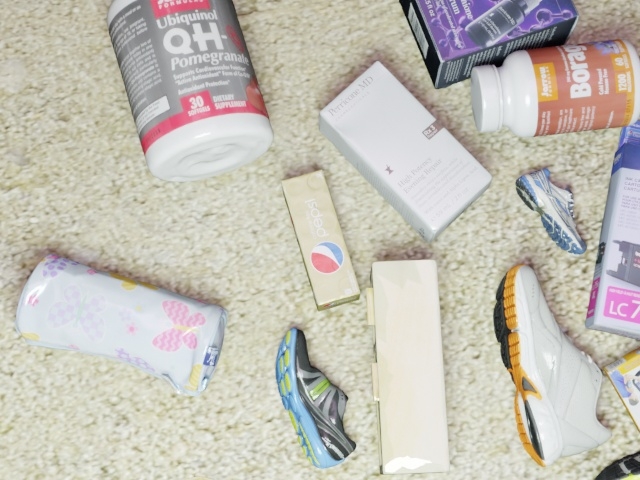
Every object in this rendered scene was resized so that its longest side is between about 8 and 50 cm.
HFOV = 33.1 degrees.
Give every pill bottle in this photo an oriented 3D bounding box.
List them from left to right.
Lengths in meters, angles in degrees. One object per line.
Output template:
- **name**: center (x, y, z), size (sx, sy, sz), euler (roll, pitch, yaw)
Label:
- **pill bottle**: center (-0.189, -0.255, 1.466), size (0.176, 0.176, 0.318), euler (-17, 78, -3)
- **pill bottle**: center (0.320, -0.205, 1.477), size (0.216, 0.121, 0.121), euler (-7, 77, -1)

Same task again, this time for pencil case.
- **pencil case**: center (-0.258, 0.111, 1.418), size (0.273, 0.113, 0.124), euler (18, 98, 4)

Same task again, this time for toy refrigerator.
- **toy refrigerator**: center (0.110, 0.167, 1.407), size (0.094, 0.102, 0.269), euler (-2, 78, 0)

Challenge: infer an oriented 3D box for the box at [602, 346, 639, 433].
- **box**: center (0.439, 0.206, 1.410), size (0.081, 0.028, 0.136), euler (-31, 96, 4)

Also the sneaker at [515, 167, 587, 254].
- **sneaker**: center (0.329, -0.044, 1.478), size (0.058, 0.052, 0.135), euler (-32, 79, -11)

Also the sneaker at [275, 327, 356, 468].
- **sneaker**: center (-0.006, 0.206, 1.426), size (0.078, 0.067, 0.188), euler (-15, 75, -24)

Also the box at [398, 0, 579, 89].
- **box**: center (0.233, -0.326, 1.513), size (0.207, 0.108, 0.153), euler (-21, 77, -4)

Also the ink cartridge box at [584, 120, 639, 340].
- **ink cartridge box**: center (0.481, -0.013, 1.466), size (0.186, 0.065, 0.311), euler (12, 76, 3)

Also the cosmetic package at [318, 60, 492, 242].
- **cosmetic package**: center (0.114, -0.121, 1.481), size (0.117, 0.085, 0.231), euler (-43, 82, -9)

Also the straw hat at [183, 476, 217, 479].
- **straw hat**: center (-0.155, 0.376, 1.383), size (0.144, 0.061, 0.144), euler (0, 77, 0)

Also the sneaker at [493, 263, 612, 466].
- **sneaker**: center (0.308, 0.157, 1.420), size (0.121, 0.099, 0.262), euler (-10, 85, -9)

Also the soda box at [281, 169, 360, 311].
- **soda box**: center (0.000, 0.000, 1.468), size (0.061, 0.058, 0.181), euler (-16, 78, -3)

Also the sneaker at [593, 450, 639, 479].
- **sneaker**: center (0.497, 0.331, 1.366), size (0.300, 0.111, 0.121), euler (-2, 89, 7)
